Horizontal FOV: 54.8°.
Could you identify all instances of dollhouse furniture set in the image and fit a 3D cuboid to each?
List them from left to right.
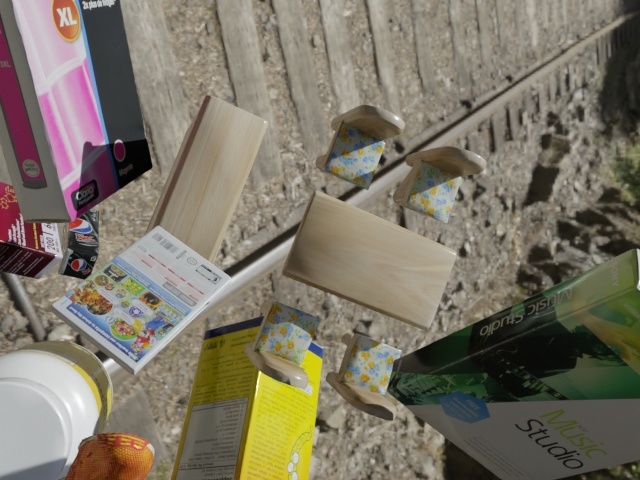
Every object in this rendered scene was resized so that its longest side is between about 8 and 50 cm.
[{"bbox_3d":[0.000,0.000,0.764,0.394,0.256,0.362,22,86,-16],"label":"dollhouse furniture set"}]

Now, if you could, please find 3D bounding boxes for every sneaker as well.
[{"bbox_3d":[-0.185,0.211,0.497,0.064,0.175,0.067,26,34,-22],"label":"sneaker"}]

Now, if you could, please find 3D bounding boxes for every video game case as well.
[{"bbox_3d":[-0.145,0.045,0.515,0.122,0.087,0.011,-46,166,-43],"label":"video game case"}]

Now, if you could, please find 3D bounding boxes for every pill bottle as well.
[{"bbox_3d":[-0.388,0.238,0.828,0.187,0.334,0.188,1,85,-14],"label":"pill bottle"}]

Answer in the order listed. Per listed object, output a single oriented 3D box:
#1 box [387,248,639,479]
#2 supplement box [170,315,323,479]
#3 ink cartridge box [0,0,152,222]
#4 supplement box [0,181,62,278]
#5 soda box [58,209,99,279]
[{"bbox_3d":[0.264,0.161,0.669,0.232,0.322,0.058,39,42,-15],"label":"box"},{"bbox_3d":[-0.141,0.363,1.255,0.195,0.194,0.357,39,46,-39],"label":"supplement box"},{"bbox_3d":[-0.263,-0.218,0.603,0.176,0.069,0.371,-61,147,-61],"label":"ink cartridge box"},{"bbox_3d":[-0.529,-0.033,0.948,0.239,0.073,0.130,23,37,-52],"label":"supplement box"},{"bbox_3d":[-0.432,0.000,1.109,0.053,0.169,0.060,16,113,-27],"label":"soda box"}]
